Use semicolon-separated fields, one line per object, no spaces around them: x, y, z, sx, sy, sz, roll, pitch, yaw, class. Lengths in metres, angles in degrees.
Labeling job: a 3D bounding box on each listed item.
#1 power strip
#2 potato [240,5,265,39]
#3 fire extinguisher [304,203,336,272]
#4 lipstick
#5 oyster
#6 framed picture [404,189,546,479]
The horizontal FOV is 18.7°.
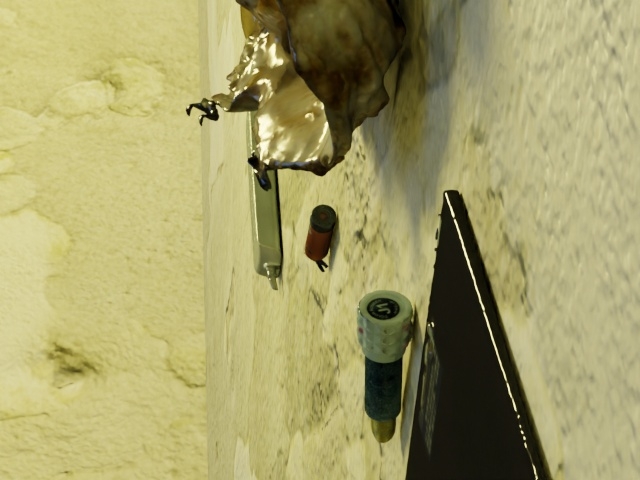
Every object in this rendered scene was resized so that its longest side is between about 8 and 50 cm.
-0.062;-0.055;2.112;0.060;0.027;0.253;101;167;-58;power strip
-0.030;-0.232;1.633;0.107;0.080;0.170;-14;-78;-85;potato
0.000;0.000;1.636;0.028;0.022;0.083;54;159;19;fire extinguisher
0.041;0.086;1.265;0.037;0.037;0.116;-99;6;-49;lipstick
-0.020;-0.132;1.332;0.337;0.133;0.198;169;97;-81;oyster
0.082;0.167;1.012;0.339;0.014;0.255;-102;14;-56;framed picture
